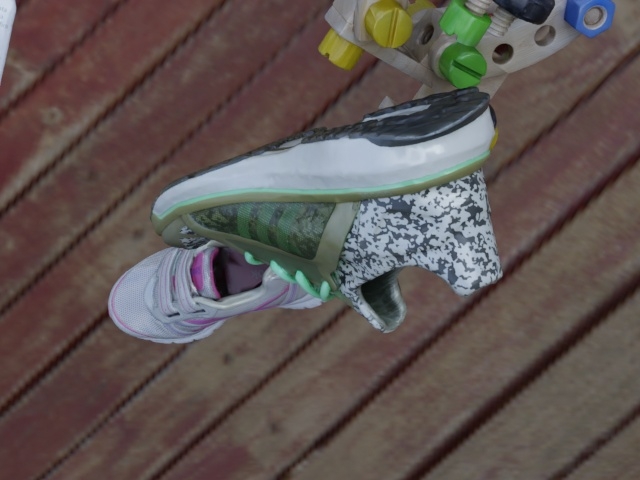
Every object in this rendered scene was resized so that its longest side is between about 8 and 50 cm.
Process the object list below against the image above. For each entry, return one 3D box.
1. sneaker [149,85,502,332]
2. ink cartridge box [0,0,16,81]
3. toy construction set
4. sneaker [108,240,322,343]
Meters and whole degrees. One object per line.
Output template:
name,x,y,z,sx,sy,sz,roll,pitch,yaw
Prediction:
sneaker,0.000,0.000,1.470,0.410,0.158,0.182,-11,99,53
ink cartridge box,-0.279,-0.191,1.345,0.189,0.066,0.232,-14,58,61
toy construction set,0.063,-0.190,1.490,0.309,0.257,0.237,46,116,31
sneaker,-0.113,0.036,1.740,0.252,0.111,0.103,-17,75,24
